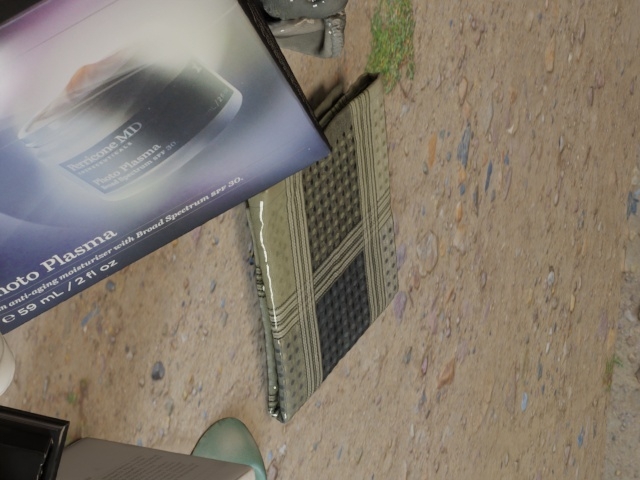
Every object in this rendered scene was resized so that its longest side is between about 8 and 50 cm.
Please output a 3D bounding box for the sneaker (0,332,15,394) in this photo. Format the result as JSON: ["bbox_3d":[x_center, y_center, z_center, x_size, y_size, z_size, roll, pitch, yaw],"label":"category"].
[{"bbox_3d":[-0.309,0.038,1.199,0.305,0.152,0.114,23,33,-42],"label":"sneaker"}]

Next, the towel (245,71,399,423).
[{"bbox_3d":[0.000,0.000,2.131,0.312,0.056,0.324,-47,140,-48],"label":"towel"}]

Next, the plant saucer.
[{"bbox_3d":[-0.097,0.290,2.002,0.195,0.037,0.195,9,90,-66],"label":"plant saucer"}]

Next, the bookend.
[{"bbox_3d":[-0.257,0.225,1.479,0.156,0.072,0.157,-131,-125,-83],"label":"bookend"}]

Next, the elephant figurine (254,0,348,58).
[{"bbox_3d":[-0.033,-0.241,1.732,0.186,0.239,0.169,-52,142,-49],"label":"elephant figurine"}]

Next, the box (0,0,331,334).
[{"bbox_3d":[-0.193,-0.121,1.307,0.182,0.296,0.294,63,5,35],"label":"box"}]

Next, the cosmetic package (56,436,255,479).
[{"bbox_3d":[-0.171,0.278,1.650,0.151,0.184,0.151,-26,121,-61],"label":"cosmetic package"}]
